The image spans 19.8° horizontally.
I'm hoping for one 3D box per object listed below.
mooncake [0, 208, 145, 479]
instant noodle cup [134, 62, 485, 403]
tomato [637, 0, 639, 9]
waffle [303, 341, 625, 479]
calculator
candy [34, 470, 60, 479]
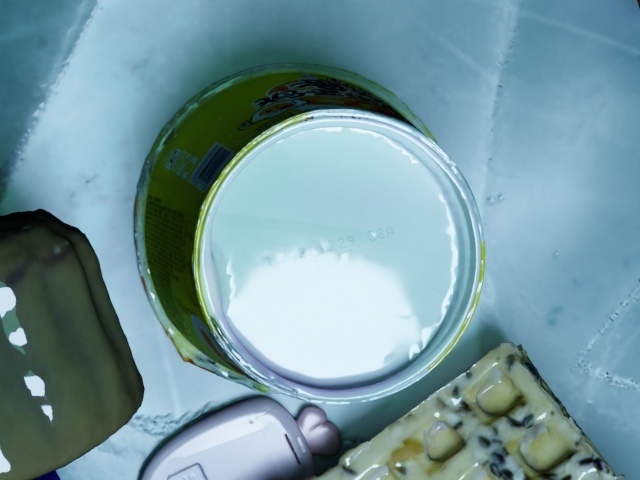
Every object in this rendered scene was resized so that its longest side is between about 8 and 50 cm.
[{"bbox_3d":[-0.278,0.083,1.255,0.290,0.290,0.161,-17,99,-8],"label":"mooncake"},{"bbox_3d":[0.000,0.000,1.334,0.264,0.200,0.264,-1,95,-10],"label":"instant noodle cup"},{"bbox_3d":[0.376,-0.276,1.331,0.334,0.289,0.176,-19,91,-10],"label":"tomato"},{"bbox_3d":[0.071,0.280,1.360,0.376,0.114,0.261,-35,60,-4],"label":"waffle"},{"bbox_3d":[-0.062,0.180,1.432,0.166,0.024,0.103,-26,100,-5],"label":"calculator"},{"bbox_3d":[-0.187,0.313,1.370,0.070,0.145,0.275,-12,99,12],"label":"candy"}]
